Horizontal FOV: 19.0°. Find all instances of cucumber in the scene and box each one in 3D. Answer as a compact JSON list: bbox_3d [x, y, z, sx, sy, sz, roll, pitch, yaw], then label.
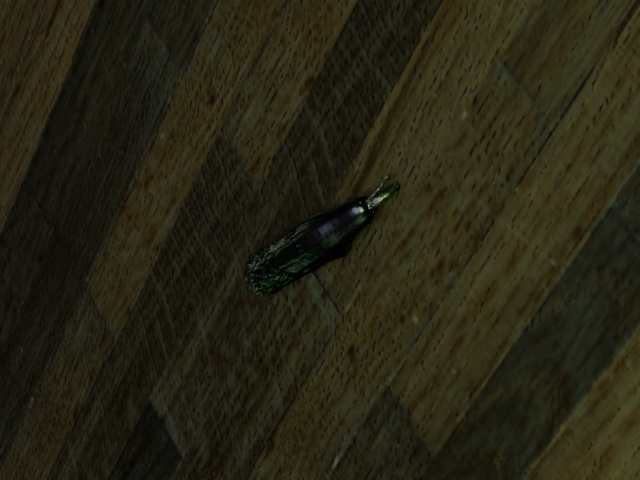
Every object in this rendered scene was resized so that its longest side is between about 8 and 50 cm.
[{"bbox_3d":[0.000,0.000,1.336,0.039,0.043,0.163,43,145,-13],"label":"cucumber"}]
